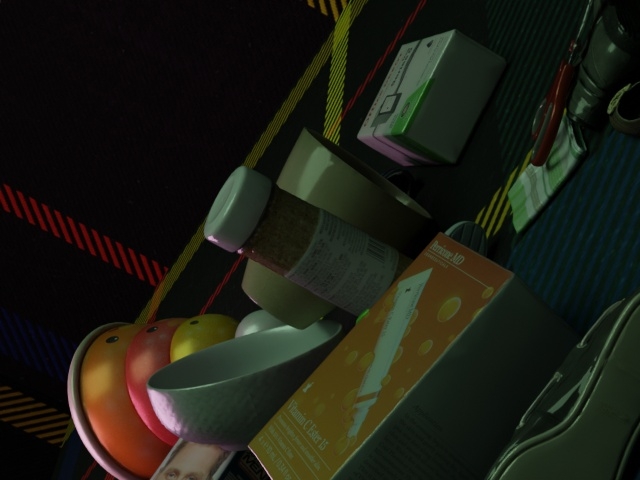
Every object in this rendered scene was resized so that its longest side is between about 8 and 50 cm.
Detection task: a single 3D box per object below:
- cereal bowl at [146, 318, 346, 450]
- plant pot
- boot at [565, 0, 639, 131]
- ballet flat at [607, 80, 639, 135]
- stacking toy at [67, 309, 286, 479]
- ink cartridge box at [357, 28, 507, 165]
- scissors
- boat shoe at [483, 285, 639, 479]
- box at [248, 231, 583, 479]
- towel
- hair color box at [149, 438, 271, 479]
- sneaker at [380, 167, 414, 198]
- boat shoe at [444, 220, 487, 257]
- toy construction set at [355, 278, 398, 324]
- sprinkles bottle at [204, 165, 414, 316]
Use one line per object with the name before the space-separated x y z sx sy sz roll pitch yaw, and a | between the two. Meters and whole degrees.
cereal bowl | -0.103 0.245 2.234 0.339 0.141 0.339 -17 8 2
plant pot | 0.000 0.000 2.247 0.274 0.256 0.256 -54 15 7
boot | 0.373 -0.264 1.873 0.161 0.083 0.246 -59 12 34
ballet flat | 0.398 -0.166 1.634 0.084 0.058 0.250 -61 14 0
stacking toy | -0.218 0.251 2.668 0.480 0.350 0.350 -28 32 33
ink cartridge box | 0.185 -0.240 2.385 0.198 0.115 0.273 -63 14 -5
scissors | 0.334 -0.236 1.830 0.109 0.021 0.297 -78 6 -57
boat shoe | 0.264 0.186 1.383 0.335 0.112 0.095 -55 -3 5
box | 0.113 0.188 1.556 0.345 0.168 0.215 -48 21 -3
towel | 0.306 -0.092 1.888 0.152 0.023 0.113 -54 15 27
hair color box | -0.236 0.476 2.283 0.174 0.105 0.347 -1 44 47
sneaker | 0.088 -0.025 2.393 0.232 0.081 0.090 -63 7 -8
boat shoe | 0.161 0.077 1.949 0.226 0.083 0.076 -65 16 -9
toy construction set | 0.056 0.216 1.824 0.327 0.151 0.215 -61 11 14
sprinkles bottle | 0.009 0.023 2.025 0.121 0.355 0.121 -55 16 25
